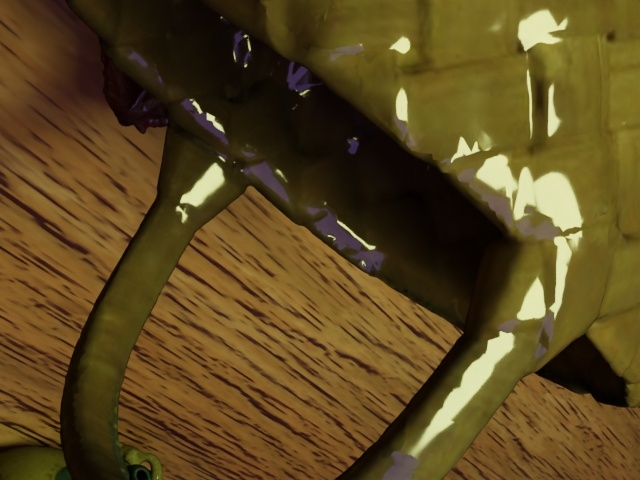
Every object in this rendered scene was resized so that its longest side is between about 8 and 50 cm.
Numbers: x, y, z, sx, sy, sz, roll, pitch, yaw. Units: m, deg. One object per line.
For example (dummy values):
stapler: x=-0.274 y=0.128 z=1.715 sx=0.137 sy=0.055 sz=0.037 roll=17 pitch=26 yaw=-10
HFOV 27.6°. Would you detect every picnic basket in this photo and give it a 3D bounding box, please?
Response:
picnic basket: x=0.000 y=0.000 z=0.575 sx=0.337 sy=0.293 sz=0.337 roll=-9 pitch=108 yaw=-30

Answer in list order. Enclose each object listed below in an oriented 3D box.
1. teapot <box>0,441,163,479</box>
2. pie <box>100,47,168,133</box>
teapot: x=-0.216 y=0.252 z=1.130 sx=0.182 sy=0.173 sz=0.269 roll=-27 pitch=168 yaw=-36
pie: x=-0.013 y=-0.107 z=0.759 sx=0.204 sy=0.054 sz=0.218 roll=-28 pitch=145 yaw=16
